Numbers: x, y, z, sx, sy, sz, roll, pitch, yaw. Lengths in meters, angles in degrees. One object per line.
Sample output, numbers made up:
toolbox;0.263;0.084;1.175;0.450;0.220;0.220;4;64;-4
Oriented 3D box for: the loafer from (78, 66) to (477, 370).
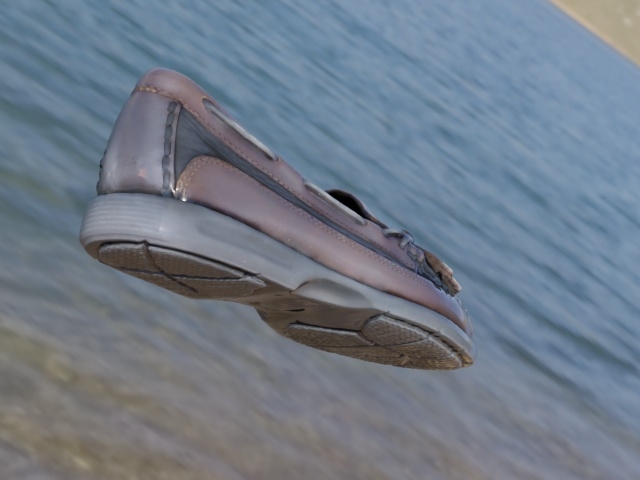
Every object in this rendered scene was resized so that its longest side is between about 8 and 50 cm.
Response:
loafer;0.000;0.000;0.725;0.109;0.095;0.302;-3;-18;36
